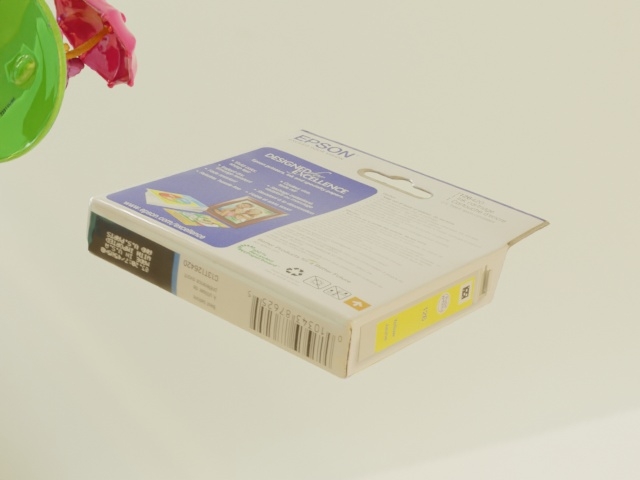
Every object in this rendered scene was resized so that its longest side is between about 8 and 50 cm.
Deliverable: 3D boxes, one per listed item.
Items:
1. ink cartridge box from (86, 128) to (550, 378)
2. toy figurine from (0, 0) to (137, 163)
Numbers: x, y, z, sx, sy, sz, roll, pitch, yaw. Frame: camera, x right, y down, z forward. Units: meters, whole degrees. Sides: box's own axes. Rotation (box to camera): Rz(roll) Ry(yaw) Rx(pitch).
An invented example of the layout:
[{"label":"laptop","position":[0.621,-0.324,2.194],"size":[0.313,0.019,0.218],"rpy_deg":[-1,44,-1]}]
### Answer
[{"label":"ink cartridge box","position":[0.000,0.000,1.652],"size":[0.303,0.307,0.072],"rpy_deg":[23,-64,33]},{"label":"toy figurine","position":[-0.196,-0.112,1.232],"size":[0.173,0.159,0.130],"rpy_deg":[-45,-102,27]}]
